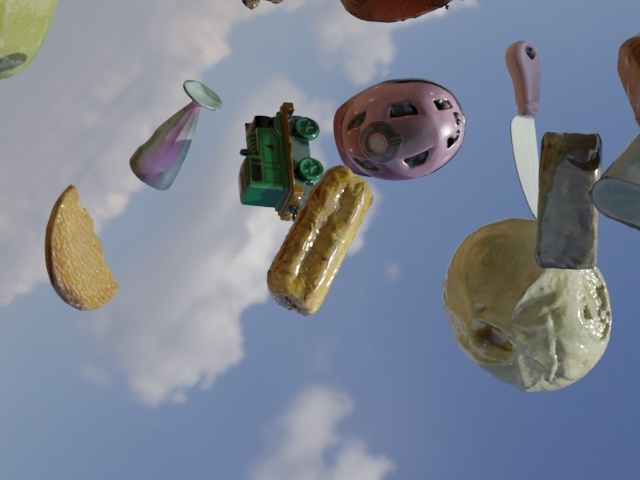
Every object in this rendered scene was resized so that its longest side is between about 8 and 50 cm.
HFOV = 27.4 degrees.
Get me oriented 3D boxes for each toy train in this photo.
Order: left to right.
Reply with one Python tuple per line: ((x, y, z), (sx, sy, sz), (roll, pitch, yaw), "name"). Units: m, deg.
((-0.072, -0.131, 2.164), (0.091, 0.136, 0.228), (118, -32, -55), "toy train")

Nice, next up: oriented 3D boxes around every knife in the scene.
((0.366, -0.200, 2.325), (0.043, 0.081, 0.336), (-22, -117, 46), "knife")

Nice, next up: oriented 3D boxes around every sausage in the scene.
((0.609, -0.276, 2.338), (0.133, 0.133, 0.258), (-40, -145, 25), "sausage")

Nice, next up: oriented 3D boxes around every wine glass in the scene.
((-0.208, -0.151, 1.873), (0.155, 0.073, 0.073), (-54, -169, 28), "wine glass")

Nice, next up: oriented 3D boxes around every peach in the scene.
((0.104, -0.373, 1.724), (0.189, 0.068, 0.279), (-57, -142, -3), "peach")

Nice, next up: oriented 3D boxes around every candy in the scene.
((0.409, -0.066, 2.168), (0.104, 0.234, 0.102), (2, -152, 9), "candy")

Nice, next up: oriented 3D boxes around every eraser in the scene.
((0.535, -0.097, 2.014), (0.227, 0.174, 0.081), (-43, 148, -44), "eraser")

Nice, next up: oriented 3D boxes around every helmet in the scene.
((0.152, -0.204, 2.503), (0.253, 0.198, 0.154), (-16, -166, 4), "helmet")

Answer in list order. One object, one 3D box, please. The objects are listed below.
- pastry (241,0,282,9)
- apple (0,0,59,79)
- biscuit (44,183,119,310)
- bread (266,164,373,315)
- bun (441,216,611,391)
((-0.167, -0.553, 2.068), (0.292, 0.405, 0.337), (-38, -169, 46), "pastry")
((-0.554, -0.403, 1.923), (0.357, 0.357, 0.357), (-43, -164, 15), "apple")
((-0.404, 0.032, 2.165), (0.033, 0.224, 0.144), (3, -137, 26), "biscuit")
((0.000, 0.000, 1.835), (0.211, 0.083, 0.114), (-61, 166, -11), "bread")
((0.385, 0.146, 2.578), (0.364, 0.364, 0.202), (-32, -176, 43), "bun")
